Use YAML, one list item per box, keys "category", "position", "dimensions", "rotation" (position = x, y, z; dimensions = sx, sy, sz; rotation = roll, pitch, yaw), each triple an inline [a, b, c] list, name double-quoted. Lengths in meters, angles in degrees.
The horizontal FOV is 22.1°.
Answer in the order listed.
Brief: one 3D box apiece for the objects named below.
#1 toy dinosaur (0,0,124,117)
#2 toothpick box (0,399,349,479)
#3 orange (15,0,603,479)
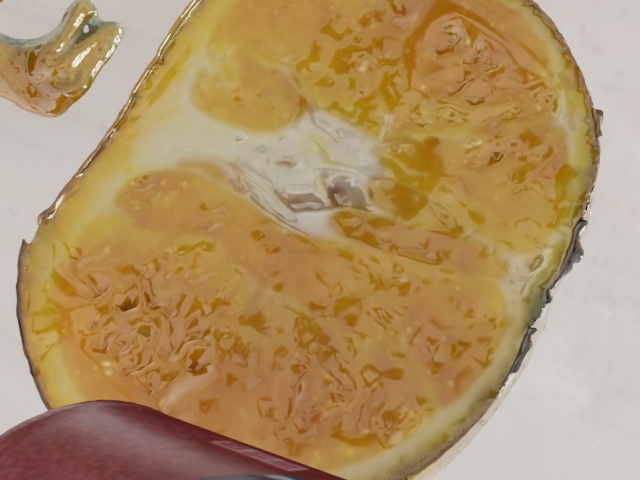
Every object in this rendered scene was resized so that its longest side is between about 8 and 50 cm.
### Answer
- category: "toy dinosaur"
  position: [-0.186, -0.054, 0.579]
  dimensions: [0.142, 0.057, 0.212]
  rotation: [47, 65, -9]
- category: "toothpick box"
  position: [0.032, 0.186, 0.496]
  dimensions: [0.333, 0.204, 0.204]
  rotation: [14, 67, 34]
- category: "orange"
  position: [-0.004, 0.001, 0.848]
  dimensions: [0.274, 0.274, 0.310]
  rotation: [32, 41, 3]
